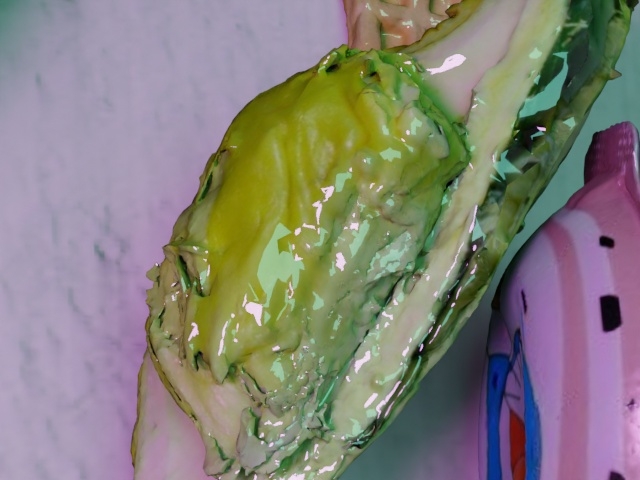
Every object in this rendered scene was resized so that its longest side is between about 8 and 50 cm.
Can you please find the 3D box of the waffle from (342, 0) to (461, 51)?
[{"bbox_3d":[0.051,-0.043,0.775,0.097,0.023,0.153,9,69,-15],"label":"waffle"}]

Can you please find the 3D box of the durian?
[{"bbox_3d":[0.006,0.004,0.679,0.106,0.132,0.375,29,84,-3],"label":"durian"}]

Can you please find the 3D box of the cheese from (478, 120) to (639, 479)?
[{"bbox_3d":[0.094,0.104,0.665,0.074,0.189,0.286,2,91,-4],"label":"cheese"}]
